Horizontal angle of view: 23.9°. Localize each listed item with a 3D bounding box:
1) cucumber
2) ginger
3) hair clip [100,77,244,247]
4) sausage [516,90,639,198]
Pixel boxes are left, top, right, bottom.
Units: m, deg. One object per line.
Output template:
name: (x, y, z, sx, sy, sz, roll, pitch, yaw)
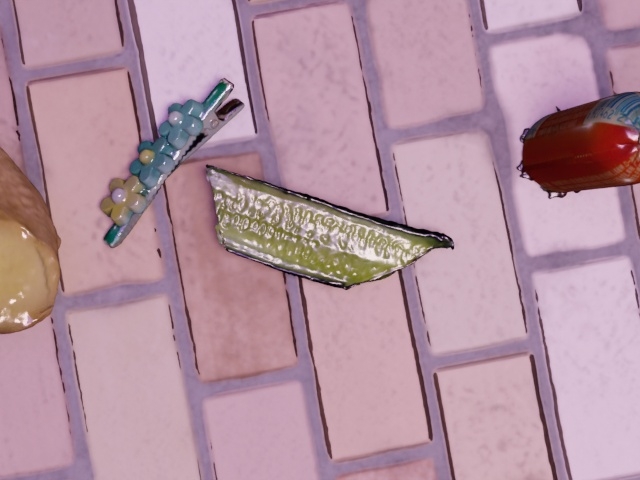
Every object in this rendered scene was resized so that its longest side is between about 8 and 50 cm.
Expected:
cucumber: (0.000, 0.000, 1.280, 0.220, 0.046, 0.070, 16, 89, -1)
ginger: (-0.318, -0.025, 1.217, 0.267, 0.152, 0.138, 28, 113, 16)
hair clip: (-0.134, -0.070, 1.280, 0.049, 0.049, 0.173, 40, 87, -1)
sausage: (0.221, -0.075, 1.187, 0.083, 0.264, 0.083, 0, 91, -6)
